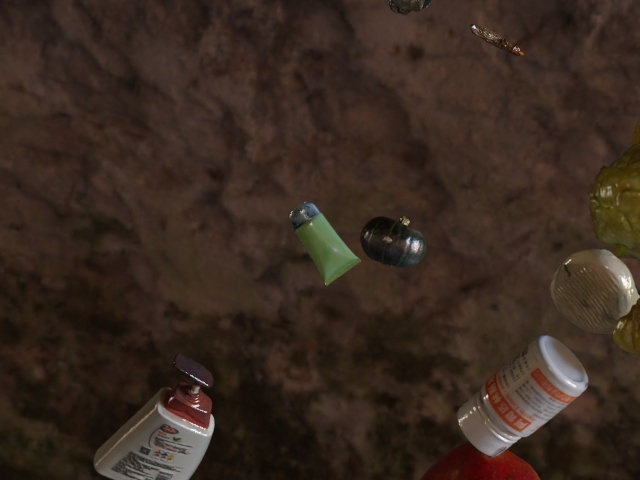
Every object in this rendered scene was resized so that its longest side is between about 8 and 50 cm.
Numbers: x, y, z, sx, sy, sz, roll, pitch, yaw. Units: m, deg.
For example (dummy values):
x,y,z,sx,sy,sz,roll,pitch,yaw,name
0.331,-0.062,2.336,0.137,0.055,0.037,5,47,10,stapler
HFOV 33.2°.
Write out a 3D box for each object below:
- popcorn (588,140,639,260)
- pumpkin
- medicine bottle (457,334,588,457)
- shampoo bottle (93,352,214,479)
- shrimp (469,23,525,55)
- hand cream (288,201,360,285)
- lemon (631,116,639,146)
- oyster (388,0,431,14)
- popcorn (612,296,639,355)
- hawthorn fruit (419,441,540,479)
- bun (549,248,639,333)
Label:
x,y,z,sx,sy,sz,roll,pitch,yaw,name
0.467,-0.047,1.472,0.198,0.198,0.212,10,-36,26,popcorn
0.177,0.003,2.620,0.167,0.125,0.167,3,7,0,pumpkin
0.404,0.315,2.162,0.145,0.144,0.252,19,-54,-36,medicine bottle
-0.237,0.286,1.682,0.153,0.284,0.071,23,34,-14,shampoo bottle
0.353,-0.398,2.138,0.127,0.025,0.091,23,13,-21,shrimp
0.000,0.000,2.311,0.175,0.095,0.046,55,12,3,hand cream
0.797,-0.207,2.245,0.297,0.297,0.297,14,-8,2,lemon
0.169,-0.607,2.257,0.112,0.267,0.198,-22,22,-16,oyster
0.684,0.167,2.136,0.203,0.225,0.200,-8,-12,29,popcorn
0.324,0.575,2.302,0.307,0.265,0.265,-15,13,-39,hawthorn fruit
0.672,0.117,2.606,0.210,0.116,0.237,44,-37,11,bun
